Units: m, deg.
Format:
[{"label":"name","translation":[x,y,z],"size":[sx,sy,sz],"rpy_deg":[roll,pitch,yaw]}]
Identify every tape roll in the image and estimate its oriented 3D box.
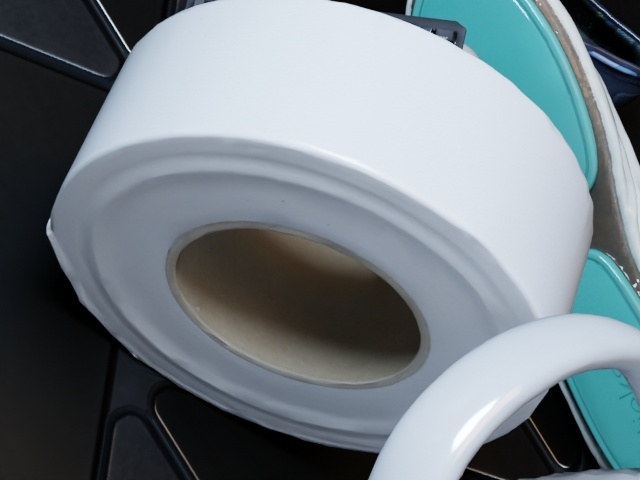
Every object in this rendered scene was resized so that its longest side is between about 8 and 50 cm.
[{"label":"tape roll","translation":[0.000,0.000,0.998],"size":[0.286,0.286,0.100],"rpy_deg":[34,55,-19]}]

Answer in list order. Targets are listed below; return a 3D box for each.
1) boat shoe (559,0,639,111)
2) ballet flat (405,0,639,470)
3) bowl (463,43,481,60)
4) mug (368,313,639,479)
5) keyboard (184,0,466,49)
[{"label":"boat shoe","translation":[0.142,-0.198,1.310],"size":[0.258,0.089,0.109],"rpy_deg":[37,53,-17]},{"label":"ballet flat","translation":[0.177,-0.017,1.248],"size":[0.139,0.139,0.400],"rpy_deg":[-25,90,-40]},{"label":"bowl","translation":[0.040,-0.066,1.152],"size":[0.142,0.053,0.142],"rpy_deg":[-6,68,6]},{"label":"mug","translation":[0.113,0.217,0.926],"size":[0.328,0.276,0.374],"rpy_deg":[-19,116,-32]},{"label":"keyboard","translation":[-0.007,-0.100,1.131],"size":[0.180,0.023,0.108],"rpy_deg":[8,72,13]}]
